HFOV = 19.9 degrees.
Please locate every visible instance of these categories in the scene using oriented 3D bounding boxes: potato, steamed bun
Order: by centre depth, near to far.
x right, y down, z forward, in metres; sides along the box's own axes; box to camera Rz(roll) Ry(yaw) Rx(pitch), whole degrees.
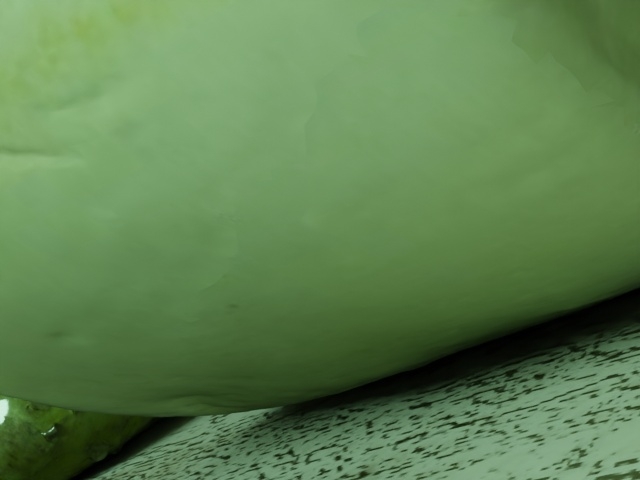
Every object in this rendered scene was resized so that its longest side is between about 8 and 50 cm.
[{"bbox_3d":[0.037,-0.101,0.678,0.371,0.290,0.456,-16,8,37],"label":"steamed bun"},{"bbox_3d":[-0.108,0.058,0.859,0.105,0.085,0.188,-27,8,35],"label":"potato"}]
